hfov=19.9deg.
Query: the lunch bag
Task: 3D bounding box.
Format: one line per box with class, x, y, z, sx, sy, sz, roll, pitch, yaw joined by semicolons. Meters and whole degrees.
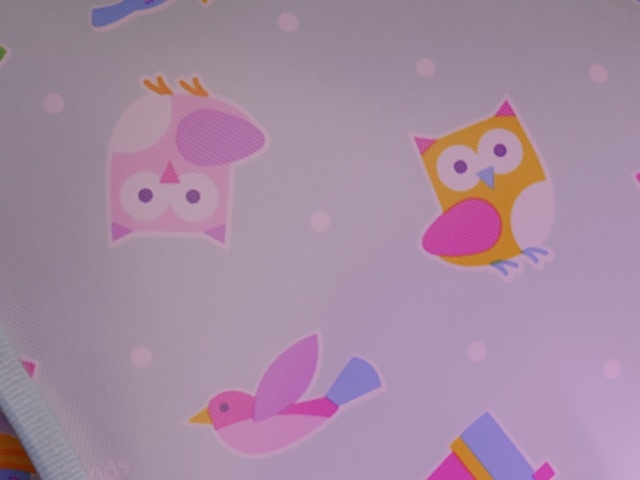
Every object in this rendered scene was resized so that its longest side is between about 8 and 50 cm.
lunch bag;0.000;0.000;0.493;0.223;0.160;0.262;-31;76;-18
